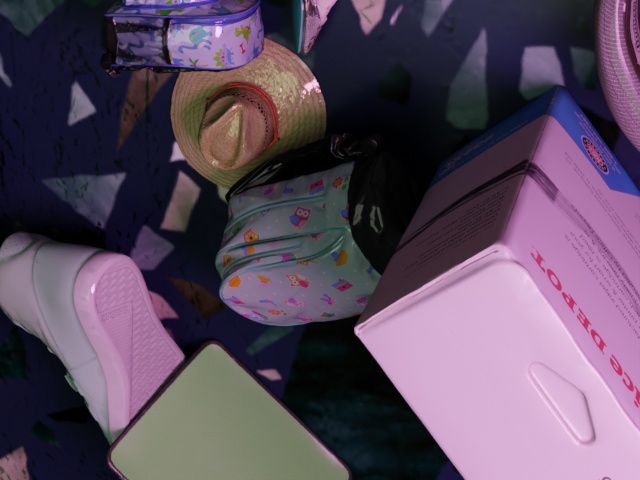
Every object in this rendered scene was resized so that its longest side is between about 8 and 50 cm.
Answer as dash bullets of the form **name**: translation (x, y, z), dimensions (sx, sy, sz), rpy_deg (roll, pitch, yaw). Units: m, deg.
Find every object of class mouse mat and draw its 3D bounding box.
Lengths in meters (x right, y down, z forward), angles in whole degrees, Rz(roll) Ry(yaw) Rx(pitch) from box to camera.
- **mouse mat**: translation (-0.079, 0.202, 1.367), dimensions (0.189, 0.152, 0.007), rpy_deg (45, 157, -6)

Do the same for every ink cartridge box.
- **ink cartridge box**: translation (0.168, 0.053, 1.113), dimensions (0.129, 0.307, 0.223), rpy_deg (-31, 102, 27)

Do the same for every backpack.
- **backpack**: translation (-0.104, -0.176, 1.203), dimensions (0.114, 0.105, 0.084), rpy_deg (7, 116, 12)
- **backpack**: translation (0.000, 0.000, 1.235), dimensions (0.182, 0.115, 0.152), rpy_deg (-11, 141, 31)

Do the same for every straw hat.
- **straw hat**: translation (-0.069, -0.092, 1.258), dimensions (0.144, 0.061, 0.144), rpy_deg (7, 116, 14)

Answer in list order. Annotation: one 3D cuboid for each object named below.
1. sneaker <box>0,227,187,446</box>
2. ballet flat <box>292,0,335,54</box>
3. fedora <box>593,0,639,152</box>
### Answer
- **sneaker**: translation (-0.209, 0.095, 1.387), dimensions (0.151, 0.094, 0.256), rpy_deg (19, 137, 34)
- **ballet flat**: translation (-0.006, -0.201, 1.201), dimensions (0.041, 0.041, 0.114), rpy_deg (1, 116, 16)
- **fedora**: translation (0.327, -0.144, 1.075), dimensions (0.275, 0.124, 0.244), rpy_deg (39, 118, 6)
